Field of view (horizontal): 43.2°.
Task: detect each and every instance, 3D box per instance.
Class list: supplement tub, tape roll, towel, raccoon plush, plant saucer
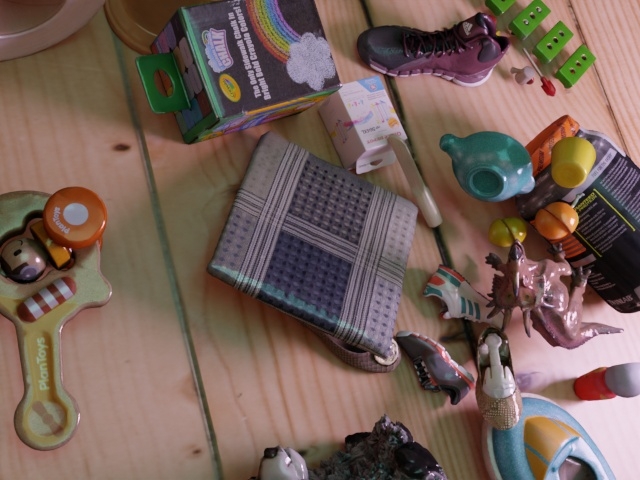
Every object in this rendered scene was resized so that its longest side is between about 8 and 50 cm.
[{"bbox_3d":[0.498,-0.050,1.447,0.338,0.207,0.207,45,62,-2],"label":"supplement tub"},{"bbox_3d":[-0.448,-0.371,1.145,0.286,0.286,0.100,-22,81,-27],"label":"tape roll"},{"bbox_3d":[0.000,0.000,1.292,0.312,0.056,0.324,26,49,-9],"label":"towel"},{"bbox_3d":[0.060,0.462,1.104,0.299,0.216,0.446,-29,84,-20],"label":"raccoon plush"},{"bbox_3d":[-0.263,-0.400,1.367,0.200,0.037,0.200,7,69,-20],"label":"plant saucer"}]

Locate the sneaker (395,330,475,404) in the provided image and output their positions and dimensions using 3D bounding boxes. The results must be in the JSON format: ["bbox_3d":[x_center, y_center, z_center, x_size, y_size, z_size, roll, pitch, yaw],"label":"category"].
[{"bbox_3d":[0.180,0.209,1.313,0.158,0.061,0.065,38,69,-4],"label":"sneaker"}]

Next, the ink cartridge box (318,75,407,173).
[{"bbox_3d":[0.076,-0.194,1.397,0.092,0.090,0.143,-20,79,-26],"label":"ink cartridge box"}]

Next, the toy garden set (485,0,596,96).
[{"bbox_3d":[0.413,-0.391,1.627,0.244,0.049,0.204,46,60,-2],"label":"toy garden set"}]

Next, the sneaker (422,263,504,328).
[{"bbox_3d":[0.244,0.115,1.382,0.161,0.057,0.075,41,85,-10],"label":"sneaker"}]

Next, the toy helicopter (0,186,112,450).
[{"bbox_3d":[-0.397,0.104,1.082,0.235,0.140,0.355,-5,75,-20],"label":"toy helicopter"}]

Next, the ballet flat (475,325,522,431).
[{"bbox_3d":[0.280,0.212,1.297,0.073,0.067,0.206,-8,32,7],"label":"ballet flat"}]

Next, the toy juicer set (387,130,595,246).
[{"bbox_3d":[0.286,-0.091,1.369,0.329,0.209,0.089,8,41,19],"label":"toy juicer set"}]

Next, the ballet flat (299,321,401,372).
[{"bbox_3d":[0.027,0.127,1.280,0.250,0.058,0.084,36,61,-6],"label":"ballet flat"}]

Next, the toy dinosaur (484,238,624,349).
[{"bbox_3d":[0.374,0.109,1.338,0.296,0.127,0.200,42,32,-13],"label":"toy dinosaur"}]

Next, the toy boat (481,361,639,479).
[{"bbox_3d":[0.411,0.316,1.314,0.267,0.148,0.318,46,62,-1],"label":"toy boat"}]

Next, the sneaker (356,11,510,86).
[{"bbox_3d":[0.219,-0.372,1.475,0.281,0.162,0.106,3,70,-21],"label":"sneaker"}]

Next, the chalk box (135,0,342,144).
[{"bbox_3d":[-0.148,-0.268,1.273,0.289,0.179,0.180,-19,92,-26],"label":"chalk box"}]
